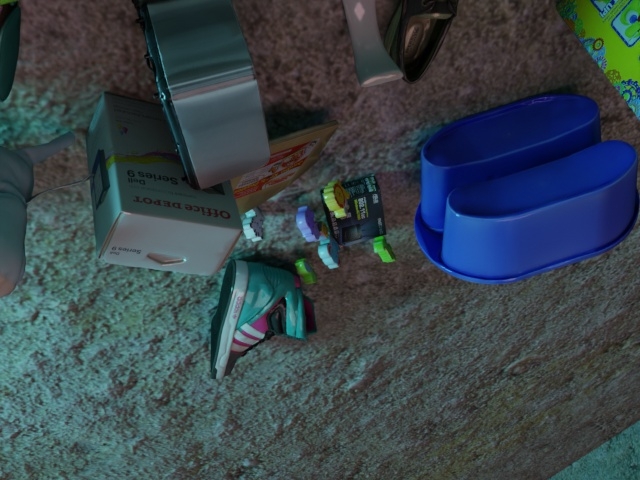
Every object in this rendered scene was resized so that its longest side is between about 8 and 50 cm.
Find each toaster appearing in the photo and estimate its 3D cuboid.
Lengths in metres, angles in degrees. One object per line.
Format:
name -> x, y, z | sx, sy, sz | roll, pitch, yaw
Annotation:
toaster -> -0.135, -0.181, 0.844 | 0.110, 0.168, 0.186 | -17, 144, -7

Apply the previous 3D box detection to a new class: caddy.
caddy -> 0.306, -0.069, 1.112 | 0.341, 0.241, 0.179 | -17, 137, -1

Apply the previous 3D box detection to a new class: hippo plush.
hippo plush -> -0.423, -0.068, 0.778 | 0.294, 0.234, 0.237 | -34, 134, -7

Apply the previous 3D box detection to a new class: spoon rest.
spoon rest -> 0.047, -0.316, 0.836 | 0.137, 0.084, 0.276 | -14, 130, -7

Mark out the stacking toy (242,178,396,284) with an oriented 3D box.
stacking toy -> 0.000, 0.000, 1.170 | 0.166, 0.052, 0.221 | -15, 141, 25

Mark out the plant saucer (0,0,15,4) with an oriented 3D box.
plant saucer -> -0.304, -0.304, 0.652 | 0.188, 0.045, 0.188 | -16, 118, -2

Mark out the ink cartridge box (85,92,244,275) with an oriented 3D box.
ink cartridge box -> -0.198, -0.070, 0.917 | 0.154, 0.212, 0.093 | 9, 135, -31

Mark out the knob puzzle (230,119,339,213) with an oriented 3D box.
knob puzzle -> -0.081, -0.098, 1.045 | 0.213, 0.030, 0.213 | -32, 168, -8

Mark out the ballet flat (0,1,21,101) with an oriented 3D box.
ballet flat -> -0.342, -0.248, 0.759 | 0.079, 0.077, 0.222 | 19, 127, -15

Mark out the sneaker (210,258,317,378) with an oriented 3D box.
sneaker -> -0.098, 0.150, 1.325 | 0.178, 0.124, 0.296 | 6, 137, -15

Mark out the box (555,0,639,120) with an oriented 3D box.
box -> 0.508, -0.242, 0.938 | 0.289, 0.279, 0.177 | 11, 134, -32

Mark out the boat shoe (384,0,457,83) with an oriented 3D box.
boat shoe -> 0.135, -0.289, 0.892 | 0.080, 0.073, 0.224 | -4, 141, -18

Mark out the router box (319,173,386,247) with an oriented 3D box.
router box -> 0.054, -0.044, 1.200 | 0.092, 0.038, 0.122 | -17, 143, -1
